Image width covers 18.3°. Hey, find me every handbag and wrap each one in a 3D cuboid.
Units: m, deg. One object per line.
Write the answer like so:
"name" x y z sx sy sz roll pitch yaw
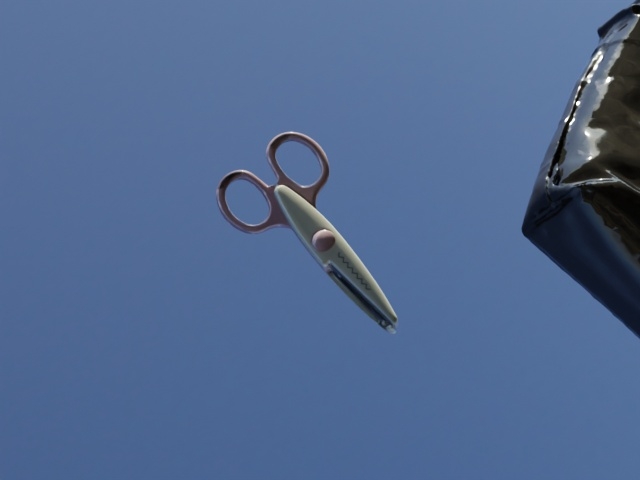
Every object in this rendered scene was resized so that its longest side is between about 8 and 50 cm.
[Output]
"handbag" 0.256 -0.019 1.250 0.247 0.080 0.223 40 -132 -13

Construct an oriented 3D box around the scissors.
"scissors" 0.000 0.000 1.386 0.085 0.022 0.176 -37 -117 -5
